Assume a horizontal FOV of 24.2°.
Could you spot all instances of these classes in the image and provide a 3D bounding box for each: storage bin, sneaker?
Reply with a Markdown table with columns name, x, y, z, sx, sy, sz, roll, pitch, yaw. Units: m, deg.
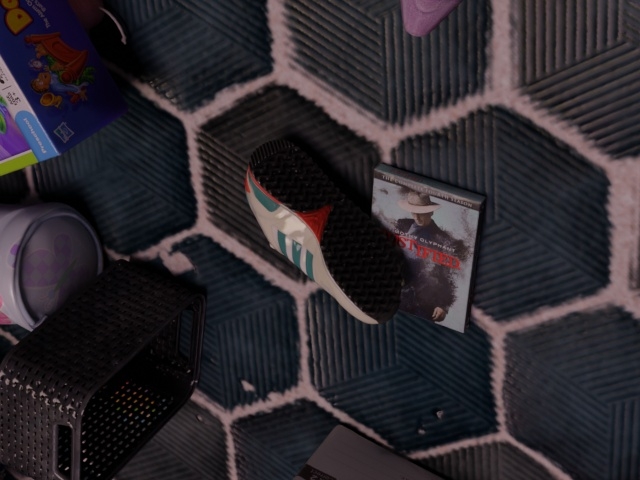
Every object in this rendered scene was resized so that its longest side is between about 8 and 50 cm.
| name | x | y | z | sx | sy | sz | roll | pitch | yaw |
| --- | --- | --- | --- | --- | --- | --- | --- | --- | --- |
| storage bin | -0.179 | 0.113 | 1.232 | 0.084 | 0.180 | 0.122 | 22 | 128 | 18 |
| sneaker | 0.000 | 0.000 | 1.130 | 0.161 | 0.057 | 0.075 | 50 | 157 | 6 |

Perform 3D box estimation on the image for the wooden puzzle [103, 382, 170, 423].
| name | x | y | z | sx | sy | sz | roll | pitch | yaw |
| --- | --- | --- | --- | --- | --- | --- | --- | --- | --- |
| wooden puzzle | -0.171 | 0.146 | 1.365 | 0.083 | 0.006 | 0.049 | -6 | 115 | 35 |

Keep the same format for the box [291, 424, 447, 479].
| name | x | y | z | sx | sy | sz | roll | pitch | yaw |
| --- | --- | --- | --- | --- | --- | --- | --- | --- | --- |
| box | 0.051 | 0.283 | 1.236 | 0.181 | 0.119 | 0.182 | 25 | 129 | 17 |

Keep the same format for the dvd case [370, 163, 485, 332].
| name | x | y | z | sx | sy | sz | roll | pitch | yaw |
| --- | --- | --- | --- | --- | --- | --- | --- | --- | --- |
| dvd case | 0.076 | 0.007 | 1.113 | 0.087 | 0.013 | 0.119 | 20 | 127 | 21 |

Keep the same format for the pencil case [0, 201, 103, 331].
| name | x | y | z | sx | sy | sz | roll | pitch | yaw |
| --- | --- | --- | --- | --- | --- | --- | --- | --- | --- |
| pencil case | -0.322 | 0.019 | 1.310 | 0.273 | 0.113 | 0.124 | 4 | 163 | 30 |

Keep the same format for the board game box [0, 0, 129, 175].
| name | x | y | z | sx | sy | sz | roll | pitch | yaw |
| --- | --- | --- | --- | --- | --- | --- | --- | --- | --- |
| board game box | -0.320 | -0.211 | 1.152 | 0.233 | 0.078 | 0.347 | -13 | 112 | 50 |

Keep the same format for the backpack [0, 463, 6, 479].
| name | x | y | z | sx | sy | sz | roll | pitch | yaw |
| --- | --- | --- | --- | --- | --- | --- | --- | --- | --- |
| backpack | -0.417 | 0.202 | 1.421 | 0.276 | 0.213 | 0.263 | 34 | 144 | 1 |

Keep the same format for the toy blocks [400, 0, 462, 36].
| name | x | y | z | sx | sy | sz | roll | pitch | yaw |
| --- | --- | --- | --- | --- | --- | --- | --- | --- | --- |
| toy blocks | 0.097 | -0.203 | 0.783 | 0.309 | 0.288 | 0.260 | 28 | 124 | 12 |

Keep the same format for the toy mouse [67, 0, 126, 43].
| name | x | y | z | sx | sy | sz | roll | pitch | yaw |
| --- | --- | --- | --- | --- | --- | --- | --- | --- | --- |
| toy mouse | -0.215 | -0.209 | 1.147 | 0.143 | 0.031 | 0.161 | -17 | 109 | 39 |
